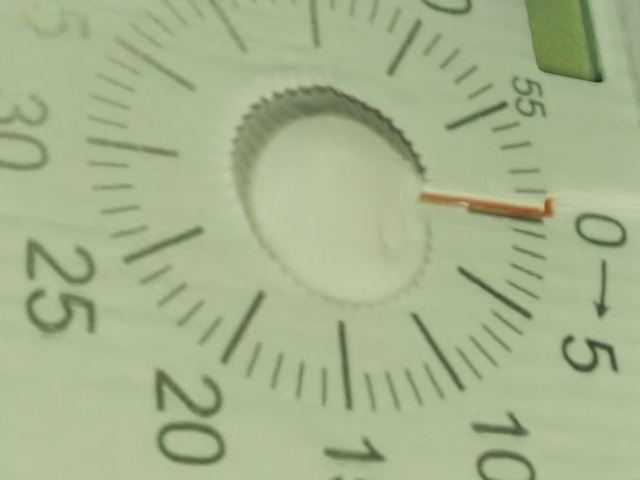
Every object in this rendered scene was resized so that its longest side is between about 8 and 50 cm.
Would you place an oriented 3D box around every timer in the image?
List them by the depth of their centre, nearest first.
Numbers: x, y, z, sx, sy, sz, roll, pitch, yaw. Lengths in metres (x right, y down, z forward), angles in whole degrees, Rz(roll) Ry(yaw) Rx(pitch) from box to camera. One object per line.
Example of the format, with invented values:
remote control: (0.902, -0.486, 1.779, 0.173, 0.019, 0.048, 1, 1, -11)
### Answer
timer: (0.000, 0.000, 0.504, 0.250, 0.161, 0.257, -1, 60, -9)
